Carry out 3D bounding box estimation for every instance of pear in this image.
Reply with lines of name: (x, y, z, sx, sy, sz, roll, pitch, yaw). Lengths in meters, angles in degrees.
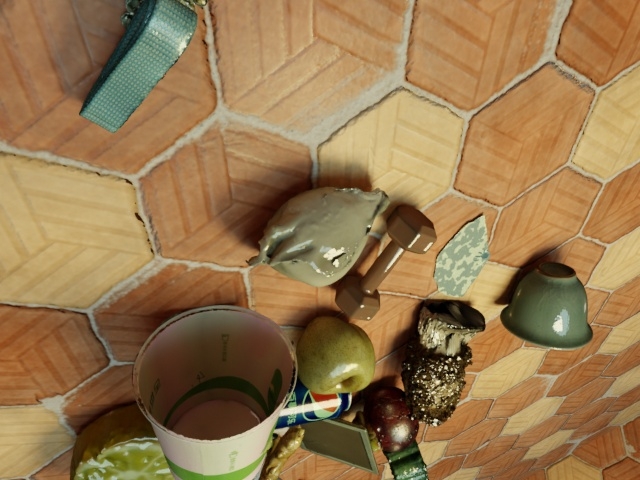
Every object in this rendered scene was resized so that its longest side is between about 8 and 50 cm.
pear: (0.029, 0.233, 0.905, 0.167, 0.136, 0.167, -13, 137, -13)

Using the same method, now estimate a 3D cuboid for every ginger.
ginger: (-0.098, 0.524, 1.092, 0.053, 0.193, 0.176, 26, 77, -3)

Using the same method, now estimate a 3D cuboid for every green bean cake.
green bean cake: (0.228, 0.592, 1.264, 0.107, 0.208, 0.193, -20, 133, -3)

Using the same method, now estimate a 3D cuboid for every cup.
cup: (-0.179, 0.289, 0.774, 0.253, 0.253, 0.274, -5, 130, -21)
cup: (0.526, 0.131, 1.031, 0.199, 0.199, 0.150, -9, 114, -17)

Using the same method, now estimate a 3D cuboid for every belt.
belt: (-0.197, -0.194, 0.479, 0.179, 0.100, 0.065, -35, 137, 29)

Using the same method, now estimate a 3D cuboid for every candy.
candy: (-0.370, 0.441, 0.921, 0.260, 0.118, 0.260, -13, 130, -15)

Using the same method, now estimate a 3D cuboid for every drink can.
drink can: (-0.042, 0.337, 0.978, 0.205, 0.118, 0.118, -3, 130, -24)

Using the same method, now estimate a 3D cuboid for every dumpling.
dumpling: (0.000, 0.000, 0.711, 0.247, 0.142, 0.172, -22, 170, -14)

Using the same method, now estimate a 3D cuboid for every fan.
fan: (0.299, 0.043, 0.947, 0.131, 0.009, 0.240, -14, 133, -12)

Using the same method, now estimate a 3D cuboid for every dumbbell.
dumbbell: (0.113, 0.046, 0.814, 0.092, 0.082, 0.231, 17, 121, -33)

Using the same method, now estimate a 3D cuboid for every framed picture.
framed picture: (0.026, 0.496, 1.127, 0.231, 0.018, 0.293, 8, 138, 22)

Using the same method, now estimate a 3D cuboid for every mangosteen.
mangosteen: (0.164, 0.465, 1.152, 0.180, 0.166, 0.166, -24, 135, -9)

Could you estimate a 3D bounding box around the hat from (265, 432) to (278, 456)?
hat: (-0.142, 0.482, 1.091, 0.059, 0.076, 0.077, -9, 141, -45)

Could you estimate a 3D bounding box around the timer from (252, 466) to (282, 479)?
timer: (-0.189, 0.686, 1.219, 0.175, 0.175, 0.255, -36, 107, 9)

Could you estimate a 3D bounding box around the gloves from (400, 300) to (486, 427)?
gloves: (0.279, 0.290, 1.064, 0.210, 0.135, 0.312, 0, 110, -50)
